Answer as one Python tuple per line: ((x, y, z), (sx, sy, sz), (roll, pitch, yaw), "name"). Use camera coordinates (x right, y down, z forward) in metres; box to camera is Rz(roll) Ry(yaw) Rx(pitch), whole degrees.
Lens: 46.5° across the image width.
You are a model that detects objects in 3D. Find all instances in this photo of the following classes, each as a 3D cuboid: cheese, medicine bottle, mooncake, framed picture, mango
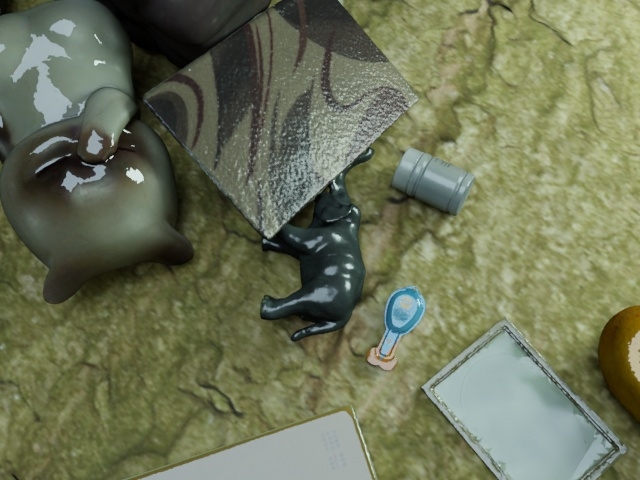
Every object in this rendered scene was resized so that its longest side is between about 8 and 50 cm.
((0.093, 0.104, 0.906), (0.047, 0.017, 0.111), (23, 73, 16), "cheese")
((0.143, -0.075, 0.945), (0.091, 0.058, 0.058), (26, 74, 13), "medicine bottle")
((-0.209, -0.344, 0.952), (0.306, 0.306, 0.154), (33, 84, 15), "mooncake")
((0.233, 0.205, 0.861), (0.136, 0.010, 0.201), (-38, 72, -10), "framed picture")
((0.381, 0.150, 0.827), (0.115, 0.089, 0.165), (-35, 74, -6), "mango")

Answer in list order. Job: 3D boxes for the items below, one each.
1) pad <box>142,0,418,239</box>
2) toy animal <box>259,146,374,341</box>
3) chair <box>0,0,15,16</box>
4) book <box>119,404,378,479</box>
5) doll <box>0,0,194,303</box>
((-0.033, -0.177, 0.925), (0.220, 0.004, 0.330), (48, 59, -6), "pad")
((-0.009, -0.003, 0.922), (0.137, 0.082, 0.270), (5, 65, 4), "toy animal")
((-0.475, -0.379, 1.069), (0.213, 0.149, 0.174), (-11, 71, 5), "chair")
((-0.105, 0.363, 0.810), (0.388, 0.032, 0.269), (-16, 70, -5), "book")
((-0.308, -0.134, 0.920), (0.215, 0.226, 0.370), (-19, 66, -24), "doll")
